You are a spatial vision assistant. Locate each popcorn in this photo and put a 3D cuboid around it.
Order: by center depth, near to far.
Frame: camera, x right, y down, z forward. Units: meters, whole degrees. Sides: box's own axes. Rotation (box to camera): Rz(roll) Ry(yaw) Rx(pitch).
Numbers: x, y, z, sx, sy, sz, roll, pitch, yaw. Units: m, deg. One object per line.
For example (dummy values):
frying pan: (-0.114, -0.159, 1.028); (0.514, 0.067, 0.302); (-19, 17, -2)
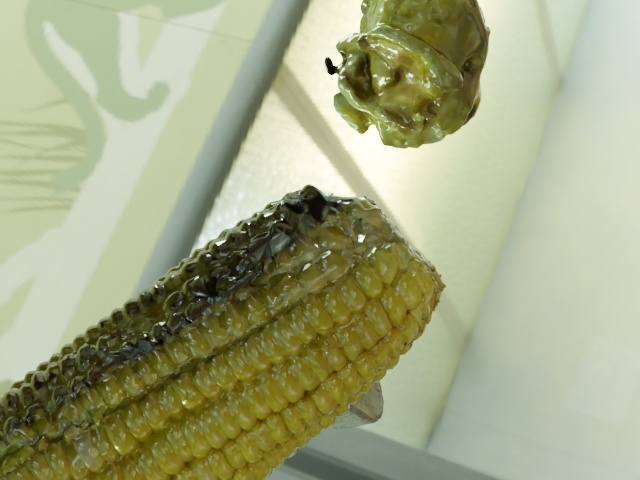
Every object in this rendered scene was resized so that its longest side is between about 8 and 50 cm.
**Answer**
popcorn: (0.100, -0.207, 1.239); (0.189, 0.170, 0.218); (-57, -31, -44)

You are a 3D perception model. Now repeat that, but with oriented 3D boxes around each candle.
candle: (0.013, 0.183, 1.544); (0.168, 0.068, 0.192); (-31, -81, -62)

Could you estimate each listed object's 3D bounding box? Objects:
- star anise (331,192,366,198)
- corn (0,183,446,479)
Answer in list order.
star anise: (0.000, 0.001, 1.250); (0.141, 0.042, 0.141); (-32, -23, -15)
corn: (-0.053, 0.058, 0.337); (0.203, 0.072, 0.072); (-36, -29, -2)
